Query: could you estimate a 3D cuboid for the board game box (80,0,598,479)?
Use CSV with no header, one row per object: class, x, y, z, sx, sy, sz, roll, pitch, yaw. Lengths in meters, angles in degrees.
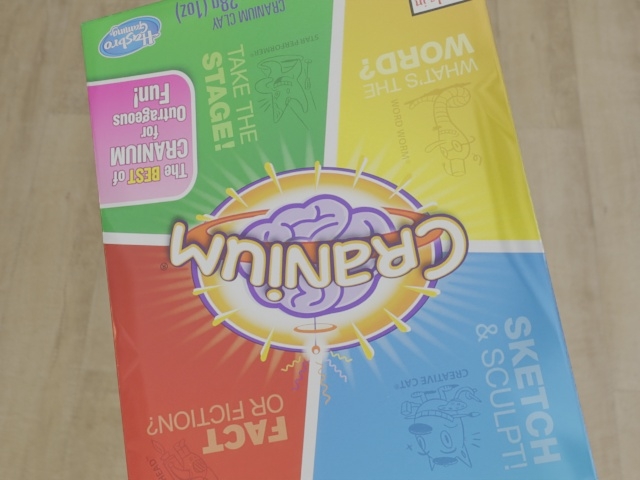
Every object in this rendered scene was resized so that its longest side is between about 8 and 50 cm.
board game box,0.000,0.000,0.479,0.242,0.064,0.317,-13,76,10
